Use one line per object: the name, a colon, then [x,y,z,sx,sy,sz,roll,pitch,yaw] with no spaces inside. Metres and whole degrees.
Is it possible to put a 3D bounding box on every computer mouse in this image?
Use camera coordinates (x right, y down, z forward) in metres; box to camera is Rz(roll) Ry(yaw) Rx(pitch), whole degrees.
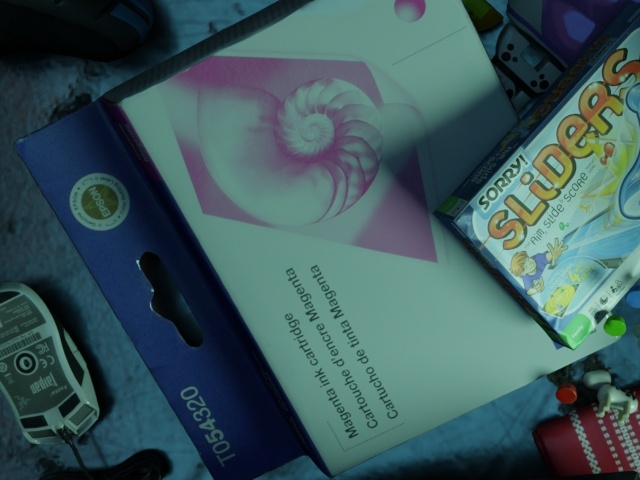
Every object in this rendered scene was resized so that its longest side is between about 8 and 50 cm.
computer mouse: [-0.203,0.118,1.193,0.106,0.042,0.193,-24,94,11]

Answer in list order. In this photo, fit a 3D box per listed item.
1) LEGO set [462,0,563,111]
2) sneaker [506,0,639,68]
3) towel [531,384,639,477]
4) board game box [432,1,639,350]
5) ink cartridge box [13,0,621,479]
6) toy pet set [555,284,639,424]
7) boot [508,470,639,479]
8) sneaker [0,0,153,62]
LEGO set: [0.060,-0.166,1.131,0.227,0.087,0.093,40,102,-13]
sneaker: [0.273,-0.161,1.114,0.282,0.102,0.161,18,104,9]
towel: [0.313,0.180,1.138,0.274,0.031,0.199,-23,86,5]
board game box: [0.191,-0.044,1.059,0.201,0.035,0.136,-48,111,-6]
ink cartridge box: [0.000,0.000,1.103,0.330,0.071,0.324,-28,108,5]
toy pet set: [0.243,0.076,1.094,0.114,0.065,0.122,26,132,-3]
boot: [0.023,0.355,1.067,0.445,0.146,0.367,-4,72,10]
sneaker: [-0.294,-0.185,1.179,0.340,0.125,0.140,16,120,3]
